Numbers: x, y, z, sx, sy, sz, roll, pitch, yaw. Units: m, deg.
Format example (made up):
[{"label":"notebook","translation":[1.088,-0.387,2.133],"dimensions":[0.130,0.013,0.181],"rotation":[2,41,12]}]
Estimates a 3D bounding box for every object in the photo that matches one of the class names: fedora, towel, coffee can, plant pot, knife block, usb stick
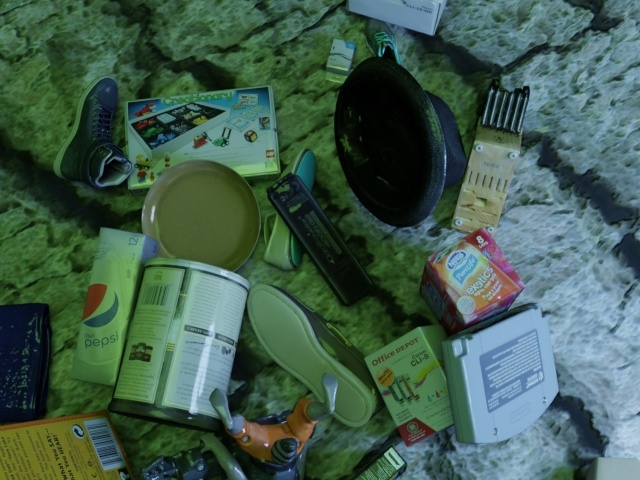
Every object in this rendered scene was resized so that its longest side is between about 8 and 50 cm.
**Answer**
[{"label":"fedora","translation":[0.169,-0.194,1.677],"dimensions":[0.152,0.334,0.334],"rotation":[-13,71,-32]},{"label":"towel","translation":[-0.665,0.235,1.663],"dimensions":[0.308,0.076,0.228],"rotation":[-1,67,3]},{"label":"coffee can","translation":[-0.251,0.191,1.586],"dimensions":[0.201,0.201,0.276],"rotation":[10,74,5]},{"label":"plant pot","translation":[0.517,0.435,1.536],"dimensions":[0.108,0.109,0.096],"rotation":[0,62,3]},{"label":"knife block","translation":[0.340,-0.172,1.740],"dimensions":[0.088,0.242,0.276],"rotation":[15,120,8]},{"label":"usb stick","translation":[0.000,0.000,1.667],"dimensions":[0.077,0.045,0.278],"rotation":[-36,96,-10]},{"label":"plant pot","translation":[-0.230,-0.039,1.711],"dimensions":[0.236,0.032,0.237],"rotation":[0,92,7]}]

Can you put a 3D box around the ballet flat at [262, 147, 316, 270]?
[{"label":"ballet flat","translation":[-0.068,-0.065,1.722],"dimensions":[0.086,0.086,0.249],"rotation":[7,75,5]}]

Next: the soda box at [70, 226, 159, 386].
[{"label":"soda box","translation":[-0.383,0.125,1.645],"dimensions":[0.091,0.098,0.287],"rotation":[9,83,6]}]

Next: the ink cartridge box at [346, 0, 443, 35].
[{"label":"ink cartridge box","translation":[0.188,-0.584,1.822],"dimensions":[0.196,0.114,0.273],"rotation":[19,66,8]}]

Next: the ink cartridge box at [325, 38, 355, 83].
[{"label":"ink cartridge box","translation":[0.041,-0.373,1.828],"dimensions":[0.048,0.028,0.083],"rotation":[13,75,6]}]

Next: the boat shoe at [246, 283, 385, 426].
[{"label":"boat shoe","translation":[-0.005,0.200,1.628],"dimensions":[0.324,0.096,0.117],"rotation":[44,121,17]}]

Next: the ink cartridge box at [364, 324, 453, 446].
[{"label":"ink cartridge box","translation":[0.185,0.254,1.568],"dimensions":[0.128,0.127,0.176],"rotation":[-33,72,21]}]

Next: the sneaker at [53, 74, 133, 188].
[{"label":"sneaker","translation":[-0.422,-0.210,1.739],"dimensions":[0.163,0.086,0.226],"rotation":[19,85,38]}]

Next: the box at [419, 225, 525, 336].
[{"label":"box","translation":[0.263,0.086,1.565],"dimensions":[0.122,0.257,0.128],"rotation":[-30,74,-5]}]

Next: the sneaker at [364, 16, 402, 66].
[{"label":"sneaker","translation":[0.135,-0.395,1.806],"dimensions":[0.064,0.076,0.167],"rotation":[-18,74,-4]}]

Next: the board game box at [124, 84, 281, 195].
[{"label":"board game box","translation":[-0.238,-0.203,1.777],"dimensions":[0.305,0.053,0.193],"rotation":[-6,75,1]}]

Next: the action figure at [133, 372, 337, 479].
[{"label":"action figure","translation":[-0.125,0.372,1.464],"dimensions":[0.341,0.330,0.179],"rotation":[-17,50,-23]}]

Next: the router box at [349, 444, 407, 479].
[{"label":"router box","translation":[0.087,0.418,1.516],"dimensions":[0.133,0.179,0.046],"rotation":[-39,73,-8]}]

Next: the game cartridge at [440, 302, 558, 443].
[{"label":"game cartridge","translation":[0.314,0.233,1.516],"dimensions":[0.062,0.297,0.198],"rotation":[-2,98,42]}]

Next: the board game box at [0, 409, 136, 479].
[{"label":"board game box","translation":[-0.498,0.517,1.369],"dimensions":[0.356,0.356,0.357],"rotation":[-32,74,15]}]
